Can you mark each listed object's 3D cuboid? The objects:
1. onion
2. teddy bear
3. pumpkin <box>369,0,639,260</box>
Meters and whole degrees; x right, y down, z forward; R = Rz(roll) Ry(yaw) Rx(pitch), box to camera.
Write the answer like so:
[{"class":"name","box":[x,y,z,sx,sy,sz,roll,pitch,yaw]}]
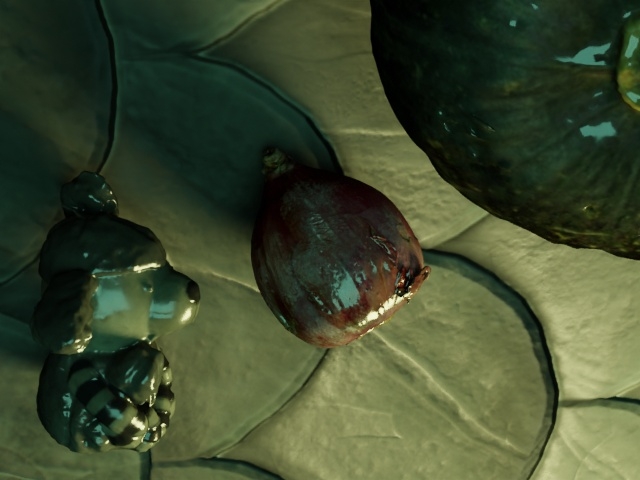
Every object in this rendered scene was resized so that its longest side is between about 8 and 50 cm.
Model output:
[{"class":"onion","box":[0.000,0.000,1.094,0.159,0.159,0.195,-35,92,5]},{"class":"teddy bear","box":[-0.184,0.083,1.060,0.144,0.171,0.251,9,124,6]},{"class":"pumpkin","box":[0.257,-0.202,0.931,0.454,0.344,0.455,2,123,3]}]
